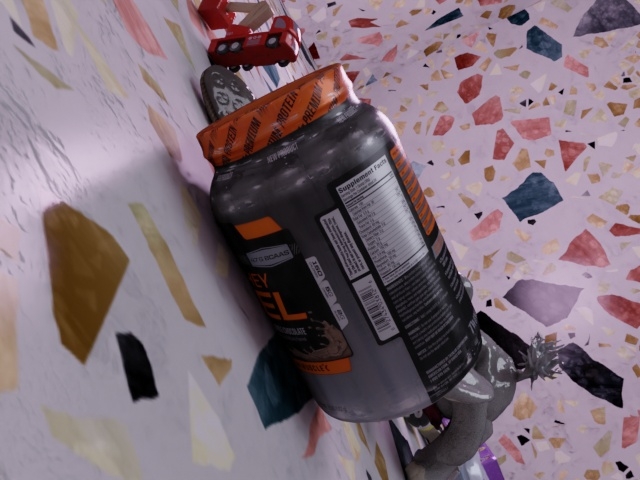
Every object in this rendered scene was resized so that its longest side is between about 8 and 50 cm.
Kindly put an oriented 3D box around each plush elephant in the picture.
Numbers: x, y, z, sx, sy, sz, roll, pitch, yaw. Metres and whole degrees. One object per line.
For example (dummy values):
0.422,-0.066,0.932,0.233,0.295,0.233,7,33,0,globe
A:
0.184,0.194,1.054,0.255,0.330,0.272,40,30,-24,plush elephant

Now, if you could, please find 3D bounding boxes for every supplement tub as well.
0.020,0.003,0.701,0.207,0.207,0.338,-85,150,-72,supplement tub

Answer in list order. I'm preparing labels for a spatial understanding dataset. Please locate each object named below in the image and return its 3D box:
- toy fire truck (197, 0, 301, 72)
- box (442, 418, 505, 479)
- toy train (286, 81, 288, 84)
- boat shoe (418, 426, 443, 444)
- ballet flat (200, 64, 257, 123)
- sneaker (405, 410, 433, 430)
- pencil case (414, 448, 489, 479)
-0.111,-0.327,1.021,0.047,0.191,0.135,52,45,-52,toy fire truck
0.335,0.494,1.371,0.293,0.057,0.201,-104,173,-86,box
-0.015,-0.198,1.388,0.143,0.105,0.248,71,-1,-65,toy train
0.250,0.425,1.437,0.133,0.048,0.042,57,20,-22,boat shoe
-0.090,-0.113,0.879,0.250,0.058,0.084,57,47,-17,ballet flat
0.193,0.299,1.367,0.094,0.081,0.209,56,24,-49,sneaker
0.266,0.480,1.161,0.273,0.113,0.124,69,-20,8,pencil case
